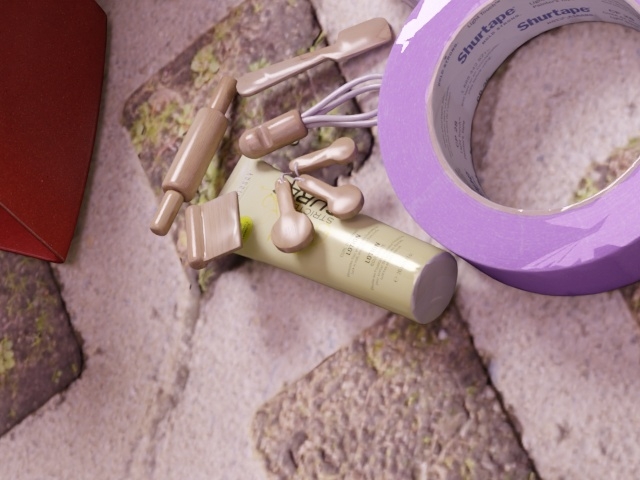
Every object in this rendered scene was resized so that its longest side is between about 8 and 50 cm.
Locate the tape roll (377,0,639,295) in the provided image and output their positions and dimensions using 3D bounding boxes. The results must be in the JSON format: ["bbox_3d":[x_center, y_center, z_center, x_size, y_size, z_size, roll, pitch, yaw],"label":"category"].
[{"bbox_3d":[0.186,-0.099,1.240,0.275,0.090,0.274,-8,72,25],"label":"tape roll"}]

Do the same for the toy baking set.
[{"bbox_3d":[-0.032,-0.080,1.357,0.197,0.030,0.256,4,59,27],"label":"toy baking set"}]

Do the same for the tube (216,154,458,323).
[{"bbox_3d":[0.000,0.000,1.322,0.240,0.070,0.062,24,126,36],"label":"tube"}]

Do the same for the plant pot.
[{"bbox_3d":[-0.342,-0.161,1.437,0.267,0.267,0.235,13,68,29],"label":"plant pot"}]

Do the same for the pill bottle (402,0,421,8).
[{"bbox_3d":[0.110,-0.298,1.316,0.117,0.117,0.208,39,94,29],"label":"pill bottle"}]
